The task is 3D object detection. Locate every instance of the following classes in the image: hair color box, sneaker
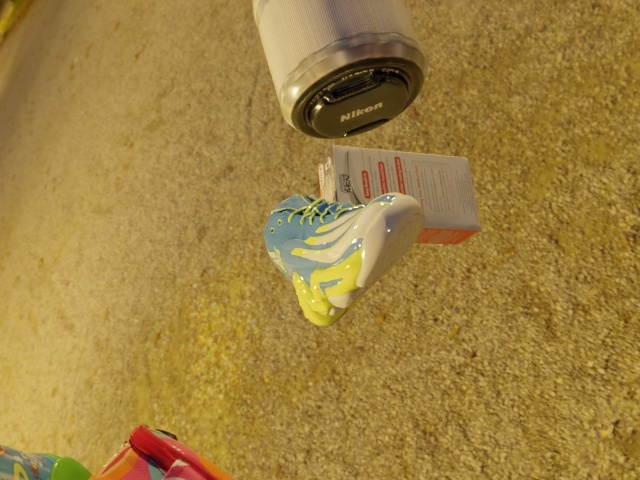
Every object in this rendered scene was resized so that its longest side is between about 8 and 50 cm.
[{"bbox_3d":[0.087,-0.048,0.628,0.053,0.167,0.093,133,136,-61],"label":"hair color box"},{"bbox_3d":[0.000,0.000,0.514,0.091,0.126,0.240,-38,-10,-28],"label":"sneaker"}]

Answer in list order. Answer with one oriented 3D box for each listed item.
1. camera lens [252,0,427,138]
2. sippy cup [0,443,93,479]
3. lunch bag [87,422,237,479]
[{"bbox_3d":[0.022,-0.309,0.846,0.219,0.219,0.274,-30,69,38],"label":"camera lens"},{"bbox_3d":[-0.458,0.351,0.709,0.240,0.224,0.305,30,65,38],"label":"sippy cup"},{"bbox_3d":[-0.063,0.304,0.492,0.293,0.258,0.120,30,62,22],"label":"lunch bag"}]
